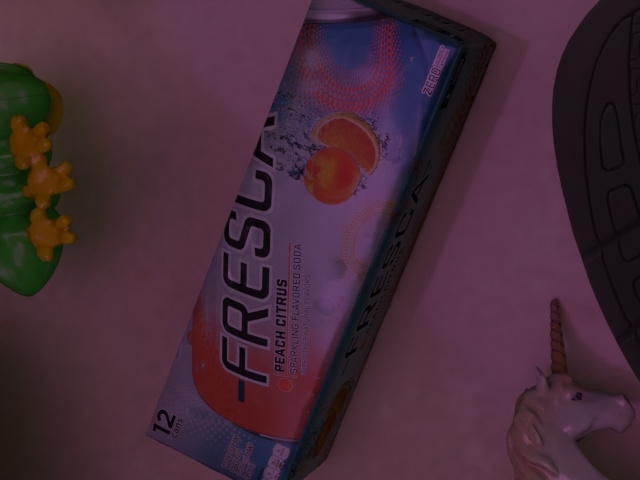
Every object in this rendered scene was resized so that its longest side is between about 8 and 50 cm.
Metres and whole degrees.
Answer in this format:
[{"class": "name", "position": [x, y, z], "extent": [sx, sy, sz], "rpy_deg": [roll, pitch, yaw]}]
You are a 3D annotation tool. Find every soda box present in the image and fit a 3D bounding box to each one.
[{"class": "soda box", "position": [0.000, 0.000, 0.624], "extent": [0.058, 0.063, 0.183], "rpy_deg": [24, 104, 14]}]

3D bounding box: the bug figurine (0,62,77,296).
[{"class": "bug figurine", "position": [-0.180, -0.080, 0.666], "extent": [0.279, 0.072, 0.216], "rpy_deg": [-6, 89, 24]}]

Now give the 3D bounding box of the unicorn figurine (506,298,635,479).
[{"class": "unicorn figurine", "position": [0.112, 0.117, 0.604], "extent": [0.111, 0.060, 0.162], "rpy_deg": [16, 101, 15]}]

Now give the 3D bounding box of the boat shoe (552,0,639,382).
[{"class": "boat shoe", "position": [0.198, 0.043, 0.557], "extent": [0.320, 0.103, 0.118], "rpy_deg": [51, 128, 12]}]
